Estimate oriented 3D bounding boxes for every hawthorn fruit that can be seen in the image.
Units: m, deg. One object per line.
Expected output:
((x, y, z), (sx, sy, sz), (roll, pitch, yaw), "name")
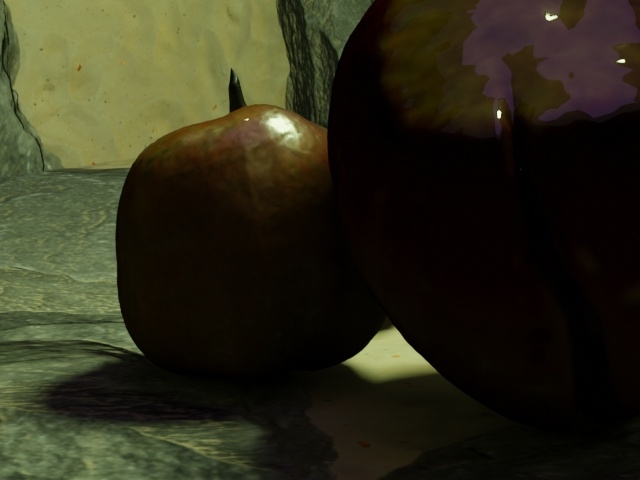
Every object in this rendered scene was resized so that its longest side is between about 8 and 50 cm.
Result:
((-0.071, -0.015, 1.516), (0.268, 0.300, 0.268), (-9, 11, 2), "hawthorn fruit")

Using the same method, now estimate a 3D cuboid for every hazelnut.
((0.203, -0.063, 1.352), (0.402, 0.402, 0.429), (-5, 37, -20), "hazelnut")
